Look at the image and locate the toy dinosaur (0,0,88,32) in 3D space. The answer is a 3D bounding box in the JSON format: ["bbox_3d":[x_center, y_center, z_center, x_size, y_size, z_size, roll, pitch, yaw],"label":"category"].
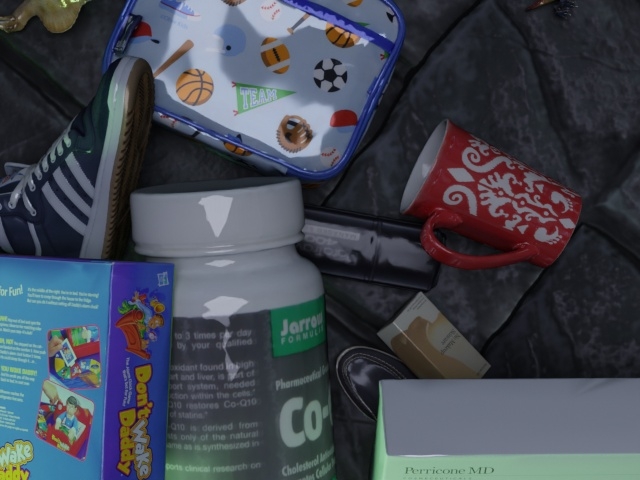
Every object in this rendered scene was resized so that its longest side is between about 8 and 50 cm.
[{"bbox_3d":[-0.276,-0.272,1.278,0.183,0.053,0.093,-9,87,28],"label":"toy dinosaur"}]

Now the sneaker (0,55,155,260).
[{"bbox_3d":[-0.266,-0.077,1.216,0.153,0.099,0.282,20,125,3],"label":"sneaker"}]

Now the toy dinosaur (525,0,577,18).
[{"bbox_3d":[0.280,-0.294,1.325,0.090,0.047,0.082,9,70,8],"label":"toy dinosaur"}]

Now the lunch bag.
[{"bbox_3d":[-0.075,-0.210,1.271,0.303,0.115,0.243,25,86,-3],"label":"lunch bag"}]

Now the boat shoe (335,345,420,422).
[{"bbox_3d":[0.102,0.190,1.295,0.206,0.065,0.075,43,87,-1],"label":"boat shoe"}]

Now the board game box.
[{"bbox_3d":[-0.294,0.130,1.166,0.347,0.078,0.233,3,89,39],"label":"board game box"}]

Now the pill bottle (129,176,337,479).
[{"bbox_3d":[-0.092,0.123,1.198,0.204,0.204,0.361,-5,98,-3],"label":"pill bottle"}]

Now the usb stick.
[{"bbox_3d":[0.000,0.000,1.304,0.278,0.045,0.077,10,97,-3],"label":"usb stick"}]

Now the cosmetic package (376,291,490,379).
[{"bbox_3d":[0.124,0.119,1.298,0.115,0.041,0.060,45,55,-2],"label":"cosmetic package"}]

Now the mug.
[{"bbox_3d":[0.178,-0.029,1.282,0.169,0.113,0.150,24,83,-7],"label":"mug"}]

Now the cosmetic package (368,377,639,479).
[{"bbox_3d":[0.237,0.255,1.199,0.377,0.284,0.097,0,46,-2],"label":"cosmetic package"}]
